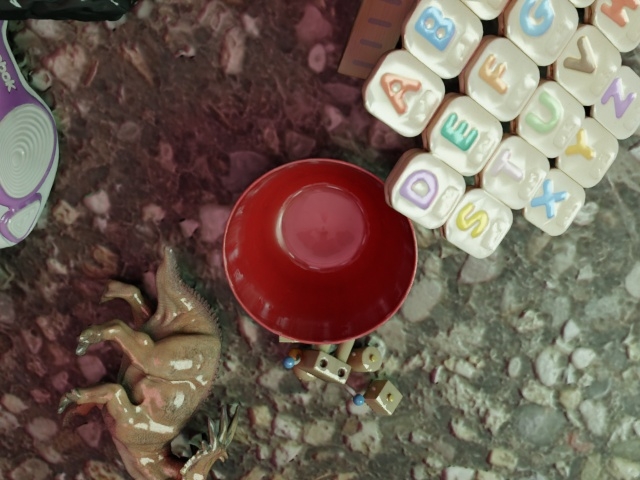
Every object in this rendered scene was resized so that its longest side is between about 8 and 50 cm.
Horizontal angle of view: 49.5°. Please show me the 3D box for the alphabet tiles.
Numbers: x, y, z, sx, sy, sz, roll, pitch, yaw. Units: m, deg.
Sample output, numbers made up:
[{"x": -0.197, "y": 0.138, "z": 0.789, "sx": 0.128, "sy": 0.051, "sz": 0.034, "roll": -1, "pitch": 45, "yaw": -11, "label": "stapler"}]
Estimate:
[{"x": 0.179, "y": -0.124, "z": 0.610, "sx": 0.278, "sy": 0.021, "sz": 0.284, "roll": 29, "pitch": 98, "yaw": -31, "label": "alphabet tiles"}]

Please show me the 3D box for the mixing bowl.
[{"x": 0.000, "y": 0.000, "z": 0.683, "sx": 0.182, "sy": 0.098, "sz": 0.181, "roll": 0, "pitch": 107, "yaw": 1, "label": "mixing bowl"}]

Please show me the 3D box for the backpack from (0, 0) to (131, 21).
[{"x": -0.228, "y": -0.280, "z": 0.575, "sx": 0.115, "sy": 0.152, "sz": 0.181, "roll": 7, "pitch": 104, "yaw": 46, "label": "backpack"}]

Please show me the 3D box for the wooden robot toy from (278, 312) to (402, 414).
[{"x": 0.006, "y": 0.128, "z": 0.750, "sx": 0.173, "sy": 0.079, "sz": 0.076, "roll": 33, "pitch": 63, "yaw": -23, "label": "wooden robot toy"}]

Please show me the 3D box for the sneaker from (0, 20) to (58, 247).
[{"x": -0.352, "y": -0.141, "z": 0.667, "sx": 0.152, "sy": 0.114, "sz": 0.304, "roll": -1, "pitch": 110, "yaw": 24, "label": "sneaker"}]

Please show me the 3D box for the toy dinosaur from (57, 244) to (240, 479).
[{"x": -0.156, "y": 0.152, "z": 0.732, "sx": 0.201, "sy": 0.127, "sz": 0.295, "roll": 17, "pitch": 95, "yaw": -11, "label": "toy dinosaur"}]

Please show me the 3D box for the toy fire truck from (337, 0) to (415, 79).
[{"x": 0.017, "y": -0.273, "z": 0.573, "sx": 0.217, "sy": 0.158, "sz": 0.246, "roll": 13, "pitch": 97, "yaw": 8, "label": "toy fire truck"}]
